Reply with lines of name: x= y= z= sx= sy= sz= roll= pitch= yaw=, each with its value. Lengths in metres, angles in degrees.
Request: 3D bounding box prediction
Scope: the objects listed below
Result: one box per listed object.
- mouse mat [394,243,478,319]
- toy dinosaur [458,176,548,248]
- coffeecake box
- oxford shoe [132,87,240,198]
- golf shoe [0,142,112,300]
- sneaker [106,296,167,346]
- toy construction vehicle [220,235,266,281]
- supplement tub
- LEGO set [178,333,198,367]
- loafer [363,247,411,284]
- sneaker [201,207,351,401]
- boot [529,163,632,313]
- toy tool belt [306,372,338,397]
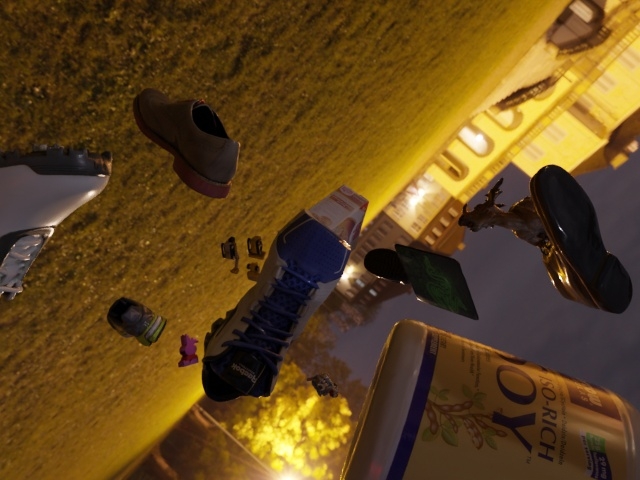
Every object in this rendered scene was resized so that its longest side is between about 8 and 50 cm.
mouse mat: x=0.235 y=0.085 z=0.993 sx=0.152 sy=0.190 sz=0.007 roll=16 pitch=-123 yaw=44
toy dinosaur: x=0.481 y=-0.062 z=1.132 sx=0.295 sy=0.200 sz=0.127 roll=0 pitch=116 yaw=-37
coffeecake box: x=0.000 y=0.000 z=0.936 sx=0.185 sy=0.068 sz=0.142 roll=-38 pitch=154 yaw=-34
oxford shoe: x=-0.255 y=-0.226 z=0.962 sx=0.123 sy=0.348 sz=0.130 roll=0 pitch=128 yaw=-51
golf shoe: x=-0.291 y=-0.004 z=0.453 sx=0.272 sy=0.120 sz=0.105 roll=-20 pitch=178 yaw=20
sneaker: x=-0.539 y=0.206 z=1.376 sx=0.300 sy=0.121 sz=0.111 roll=-2 pitch=-132 yaw=49
toy construction vehicle: x=-0.142 y=0.029 z=0.938 sx=0.035 sy=0.085 sz=0.098 roll=-55 pitch=148 yaw=-52
supplement tub: x=0.206 y=0.252 z=0.552 sx=0.241 sy=0.331 sz=0.241 roll=19 pitch=90 yaw=-81
LEGO set: x=-0.237 y=0.233 z=1.186 sx=0.087 sy=0.093 sz=0.227 roll=-13 pitch=173 yaw=28
loafer: x=0.217 y=0.083 z=1.266 sx=0.080 sy=0.220 sz=0.078 roll=-68 pitch=157 yaw=-15
sneaker: x=-0.070 y=0.123 z=0.702 sx=0.315 sy=0.127 sz=0.182 roll=-52 pitch=-167 yaw=14
boot: x=0.424 y=0.005 z=0.860 sx=0.112 sy=0.305 sz=0.115 roll=-43 pitch=-160 yaw=-20
toy tool belt: x=0.003 y=0.353 z=1.179 sx=0.083 sy=0.051 sz=0.052 roll=-143 pitch=-121 yaw=-60
